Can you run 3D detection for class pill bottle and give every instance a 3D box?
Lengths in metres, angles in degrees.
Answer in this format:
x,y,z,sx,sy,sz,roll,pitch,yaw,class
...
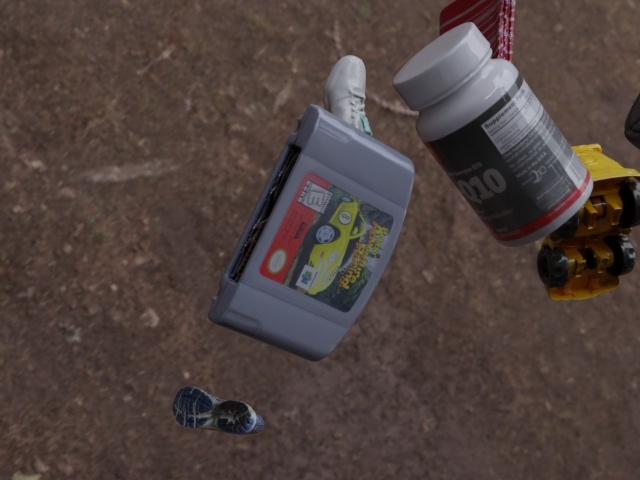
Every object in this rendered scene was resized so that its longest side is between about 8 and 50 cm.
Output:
x,y,z,sx,sy,sz,roll,pitch,yaw,class
0.233,-0.144,1.537,0.283,0.161,0.161,51,41,-15,pill bottle

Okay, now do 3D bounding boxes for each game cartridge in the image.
x,y,z,sx,sy,sz,roll,pitch,yaw,class
0.000,0.000,1.413,0.196,0.060,0.294,25,90,-39,game cartridge

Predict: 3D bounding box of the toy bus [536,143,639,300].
x,y,z,sx,sy,sz,roll,pitch,yaw,class
0.389,-0.046,1.761,0.149,0.220,0.211,-10,35,-17,toy bus

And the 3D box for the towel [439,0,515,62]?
x,y,z,sx,sy,sz,roll,pitch,yaw,class
0.248,-0.295,1.852,0.031,0.199,0.275,15,70,-26,towel

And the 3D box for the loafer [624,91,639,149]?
x,y,z,sx,sy,sz,roll,pitch,yaw,class
0.414,-0.195,1.097,0.095,0.109,0.302,37,85,-19,loafer

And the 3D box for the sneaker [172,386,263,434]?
x,y,z,sx,sy,sz,roll,pitch,yaw,class
-0.131,0.225,1.437,0.058,0.135,0.052,34,72,-53,sneaker

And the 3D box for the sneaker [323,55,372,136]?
x,y,z,sx,sy,sz,roll,pitch,yaw,class
0.050,-0.190,1.781,0.080,0.094,0.212,16,85,-40,sneaker
